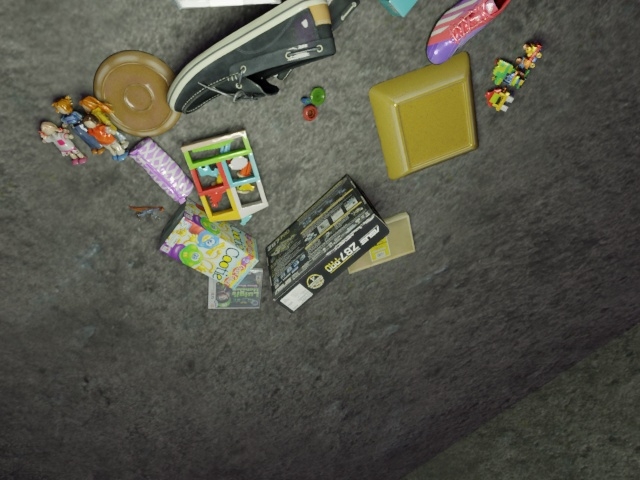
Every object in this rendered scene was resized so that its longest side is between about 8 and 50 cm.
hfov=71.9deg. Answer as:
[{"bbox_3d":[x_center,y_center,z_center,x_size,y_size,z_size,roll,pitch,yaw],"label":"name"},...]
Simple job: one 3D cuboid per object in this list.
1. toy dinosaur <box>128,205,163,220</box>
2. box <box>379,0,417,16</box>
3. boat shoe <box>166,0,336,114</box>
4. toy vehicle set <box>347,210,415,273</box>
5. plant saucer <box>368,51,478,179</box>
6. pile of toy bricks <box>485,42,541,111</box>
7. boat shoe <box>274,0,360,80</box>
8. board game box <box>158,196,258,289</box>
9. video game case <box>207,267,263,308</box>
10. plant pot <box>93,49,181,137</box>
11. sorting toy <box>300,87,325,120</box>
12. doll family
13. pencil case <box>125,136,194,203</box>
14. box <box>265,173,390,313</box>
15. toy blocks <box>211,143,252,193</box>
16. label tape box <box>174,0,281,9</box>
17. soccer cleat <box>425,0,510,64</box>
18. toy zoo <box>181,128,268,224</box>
[{"bbox_3d":[-0.538,-0.094,1.383,0.082,0.047,0.090,-37,112,-11],"label":"toy dinosaur"},{"bbox_3d":[0.268,-0.716,1.166,0.060,0.100,0.244,34,107,-26],"label":"box"},{"bbox_3d":[-0.183,-0.426,1.111,0.500,0.187,0.156,-21,105,22],"label":"boat shoe"},{"bbox_3d":[0.207,0.010,1.620,0.266,0.035,0.166,-18,122,-2],"label":"toy vehicle set"},{"bbox_3d":[0.352,-0.373,1.402,0.332,0.081,0.333,-20,123,0],"label":"plant saucer"},{"bbox_3d":[0.583,-0.524,1.367,0.105,0.118,0.212,27,132,4],"label":"pile of toy bricks"},{"bbox_3d":[-0.013,-0.548,1.191,0.091,0.114,0.302,33,110,-23],"label":"boat shoe"},{"bbox_3d":[-0.355,0.013,1.426,0.275,0.142,0.144,33,108,-27],"label":"board game box"},{"bbox_3d":[-0.310,0.175,1.604,0.190,0.022,0.173,1,120,-14],"label":"video game case"},{"bbox_3d":[-0.500,-0.395,1.216,0.236,0.032,0.236,-6,122,-10],"label":"plant pot"},{"bbox_3d":[-0.030,-0.410,1.318,0.061,0.042,0.102,15,104,-38],"label":"sorting toy"},{"bbox_3d":[-0.630,-0.308,1.189,0.262,0.118,0.163,-1,140,24],"label":"doll family"},{"bbox_3d":[-0.467,-0.208,1.302,0.086,0.088,0.206,-35,123,11],"label":"pencil case"},{"bbox_3d":[0.000,0.000,1.399,0.395,0.318,0.097,-42,121,11],"label":"box"},{"bbox_3d":[-0.264,-0.227,1.358,0.123,0.054,0.148,8,118,-17],"label":"toy blocks"},{"bbox_3d":[-0.272,-0.605,1.023,0.333,0.241,0.106,-8,123,-8],"label":"label tape box"},{"bbox_3d":[0.430,-0.632,1.243,0.108,0.116,0.318,37,106,-29],"label":"soccer cleat"},{"bbox_3d":[-0.276,-0.172,1.336,0.192,0.030,0.293,-15,121,-3],"label":"toy zoo"}]
